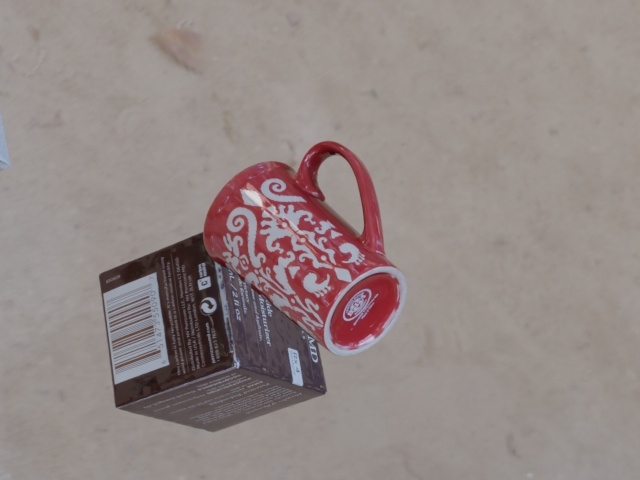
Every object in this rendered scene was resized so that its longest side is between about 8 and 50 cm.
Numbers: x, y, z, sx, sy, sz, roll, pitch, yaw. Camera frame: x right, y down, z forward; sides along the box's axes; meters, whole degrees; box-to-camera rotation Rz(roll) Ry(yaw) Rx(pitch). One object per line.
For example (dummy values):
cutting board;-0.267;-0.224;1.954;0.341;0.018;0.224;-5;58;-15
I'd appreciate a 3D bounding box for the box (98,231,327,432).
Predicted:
box;-0.123;0.108;1.531;0.203;0.167;0.169;26;47;-57

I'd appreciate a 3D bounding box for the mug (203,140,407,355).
mug;-0.008;0.003;1.164;0.113;0.169;0.150;-11;128;-37

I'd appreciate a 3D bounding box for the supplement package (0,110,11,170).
supplement package;-0.555;-0.190;1.826;0.194;0.149;0.203;34;37;-62
